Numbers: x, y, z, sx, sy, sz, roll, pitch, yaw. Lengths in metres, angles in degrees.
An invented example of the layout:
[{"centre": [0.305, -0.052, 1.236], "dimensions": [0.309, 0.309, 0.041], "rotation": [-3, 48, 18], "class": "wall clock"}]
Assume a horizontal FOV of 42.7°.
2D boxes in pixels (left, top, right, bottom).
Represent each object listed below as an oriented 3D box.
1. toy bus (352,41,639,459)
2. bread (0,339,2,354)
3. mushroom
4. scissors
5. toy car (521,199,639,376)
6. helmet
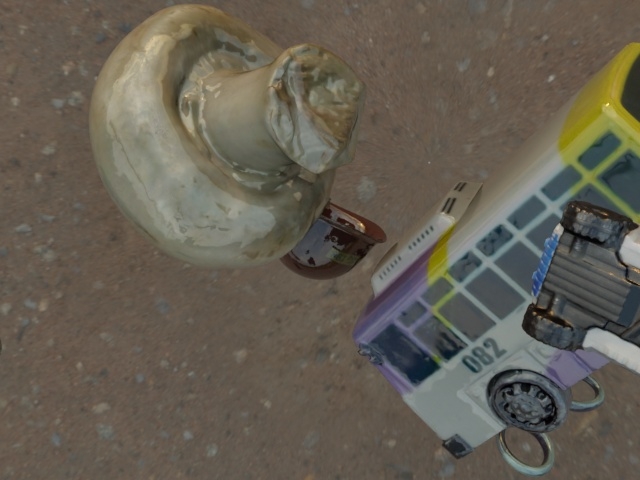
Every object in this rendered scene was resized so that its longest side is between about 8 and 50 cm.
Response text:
[{"centre": [0.235, 0.027, 0.880], "dimensions": [0.249, 0.209, 0.440], "rotation": [42, 131, 0], "class": "toy bus"}, {"centre": [-0.610, 0.152, 1.168], "dimensions": [0.250, 0.279, 0.225], "rotation": [28, 107, 35], "class": "bread"}, {"centre": [-0.085, -0.127, 0.880], "dimensions": [0.290, 0.297, 0.298], "rotation": [-25, 92, 47], "class": "mushroom"}, {"centre": [0.263, 0.214, 1.374], "dimensions": [0.383, 0.256, 0.029], "rotation": [33, 136, 23], "class": "scissors"}, {"centre": [0.193, 0.042, 0.428], "dimensions": [0.170, 0.070, 0.080], "rotation": [29, 109, 40], "class": "toy car"}, {"centre": [0.000, 0.000, 1.135], "dimensions": [0.155, 0.175, 0.106], "rotation": [37, 108, 36], "class": "helmet"}]
